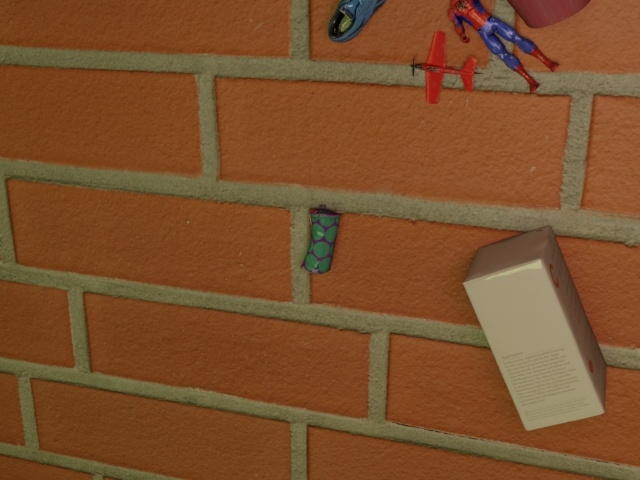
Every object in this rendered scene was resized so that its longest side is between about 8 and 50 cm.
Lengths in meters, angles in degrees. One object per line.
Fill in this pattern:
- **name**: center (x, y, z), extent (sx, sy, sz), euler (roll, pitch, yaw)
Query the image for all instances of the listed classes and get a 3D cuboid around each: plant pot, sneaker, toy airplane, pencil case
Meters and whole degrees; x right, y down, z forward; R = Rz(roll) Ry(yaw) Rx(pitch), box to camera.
- **plant pot**: center (0.402, -0.499, 1.591), extent (0.201, 0.201, 0.180), euler (-22, 117, 24)
- **sneaker**: center (0.086, -0.486, 1.754), extent (0.069, 0.082, 0.209), euler (40, 115, 4)
- **toy airplane**: center (0.257, -0.345, 1.775), extent (0.151, 0.028, 0.151), euler (6, 110, 17)
- **pencil case**: center (0.000, 0.000, 1.970), extent (0.070, 0.064, 0.151), euler (9, 112, -1)

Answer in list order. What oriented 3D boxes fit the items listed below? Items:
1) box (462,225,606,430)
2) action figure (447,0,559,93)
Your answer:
- **box**: center (0.449, 0.177, 1.796), extent (0.168, 0.215, 0.345), euler (-19, 101, 24)
- **action figure**: center (0.327, -0.401, 1.675), extent (0.280, 0.139, 0.091), euler (43, 115, 3)
